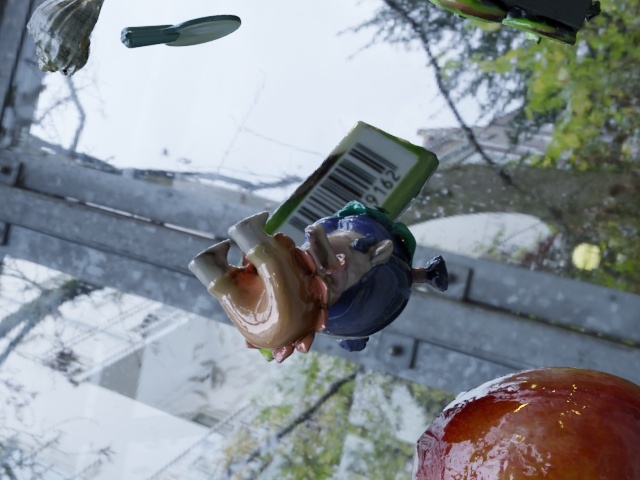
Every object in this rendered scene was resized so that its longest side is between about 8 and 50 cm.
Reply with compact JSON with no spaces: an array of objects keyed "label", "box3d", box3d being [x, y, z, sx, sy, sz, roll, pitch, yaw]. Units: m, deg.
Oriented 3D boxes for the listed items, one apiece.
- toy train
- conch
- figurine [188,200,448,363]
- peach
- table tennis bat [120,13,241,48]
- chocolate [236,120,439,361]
[{"label":"toy train","box3d":[0.140,-0.273,0.820,0.296,0.160,0.100,11,-68,-32]},{"label":"conch","box3d":[-0.419,-0.354,1.431,0.207,0.155,0.130,-40,-26,23]},{"label":"figurine","box3d":[0.001,0.033,0.606,0.195,0.111,0.102,-14,-107,-55]},{"label":"peach","box3d":[0.308,0.338,1.121,0.388,0.388,0.388,-36,-47,-51]},{"label":"table tennis bat","box3d":[-0.260,-0.390,1.582,0.244,0.153,0.040,-16,-89,-35]},{"label":"chocolate","box3d":[0.000,0.000,1.229,0.301,0.137,0.288,-48,-4,-28]}]
